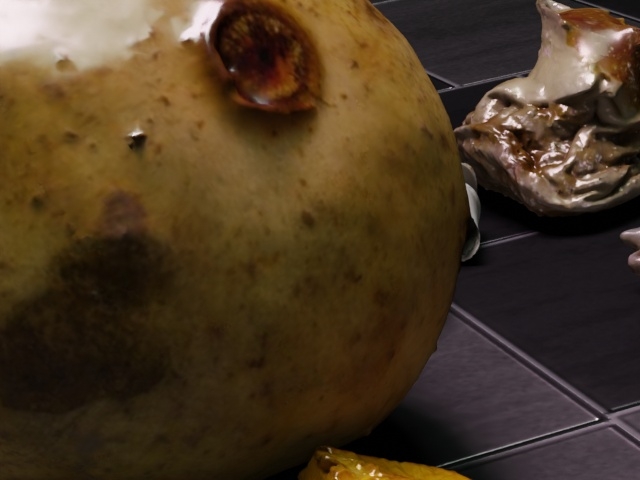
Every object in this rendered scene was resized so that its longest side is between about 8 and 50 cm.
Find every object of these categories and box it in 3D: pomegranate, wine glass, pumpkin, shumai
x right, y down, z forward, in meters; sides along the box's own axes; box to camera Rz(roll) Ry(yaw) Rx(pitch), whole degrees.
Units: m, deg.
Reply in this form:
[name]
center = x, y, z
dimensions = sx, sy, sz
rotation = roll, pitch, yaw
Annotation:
[pomegranate]
center = -0.078, -0.015, 0.763
dimensions = 0.281, 0.281, 0.281
rotation = -6, 20, 2
[wine glass]
center = 0.072, -0.014, 1.039
dimensions = 0.042, 0.039, 0.083
rotation = -20, 23, 10
[pumpkin]
center = 0.033, 0.112, 0.679
dimensions = 0.083, 0.054, 0.074
rotation = 10, 8, -15
[shumai]
center = 0.144, -0.084, 1.084
dimensions = 0.145, 0.116, 0.145
rotation = -5, 20, 2

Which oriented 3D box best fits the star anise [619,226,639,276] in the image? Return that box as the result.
[star anise]
center = 0.262, -0.007, 0.903
dimensions = 0.212, 0.073, 0.197
rotation = -25, 23, -35
